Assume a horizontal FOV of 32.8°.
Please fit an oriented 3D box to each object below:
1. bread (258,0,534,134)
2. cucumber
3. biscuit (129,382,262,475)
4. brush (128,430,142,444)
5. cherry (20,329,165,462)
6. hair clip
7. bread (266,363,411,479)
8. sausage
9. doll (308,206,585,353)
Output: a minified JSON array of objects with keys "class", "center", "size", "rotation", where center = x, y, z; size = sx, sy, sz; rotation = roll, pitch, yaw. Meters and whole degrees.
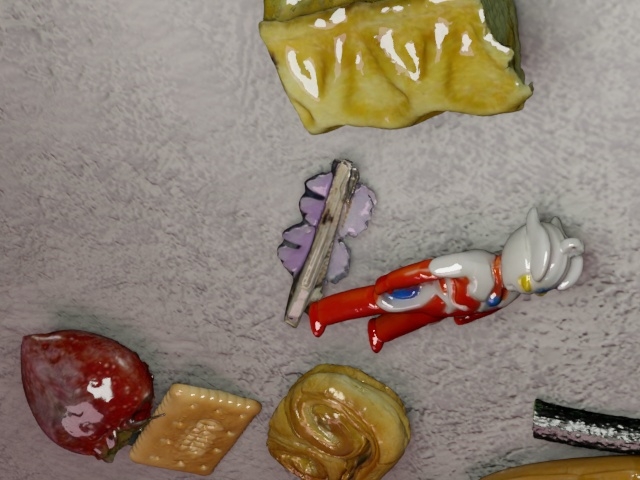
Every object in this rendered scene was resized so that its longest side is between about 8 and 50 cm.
[{"class":"bread","center":[0.079,-0.233,1.136],"size":[0.252,0.239,0.196],"rotation":[-14,157,26]},{"class":"cucumber","center":[0.404,0.267,1.523],"size":[0.214,0.052,0.058],"rotation":[7,102,16]},{"class":"biscuit","center":[-0.213,0.322,1.819],"size":[0.160,0.030,0.250],"rotation":[17,136,-20]},{"class":"brush","center":[-0.409,0.260,1.879],"size":[0.266,0.062,0.027],"rotation":[42,139,-6]},{"class":"cherry","center":[-0.383,0.234,1.756],"size":[0.249,0.175,0.192],"rotation":[39,123,-10]},{"class":"hair clip","center":[0.000,0.000,1.457],"size":[0.106,0.084,0.292],"rotation":[26,129,8]},{"class":"bread","center":[0.030,0.288,1.657],"size":[0.198,0.120,0.236],"rotation":[33,134,-3]},{"class":"sausage","center":[0.349,0.386,1.606],"size":[0.353,0.116,0.134],"rotation":[-13,135,36]},{"class":"doll","center":[0.172,0.062,1.402],"size":[0.188,0.099,0.384],"rotation":[17,147,-43]}]
